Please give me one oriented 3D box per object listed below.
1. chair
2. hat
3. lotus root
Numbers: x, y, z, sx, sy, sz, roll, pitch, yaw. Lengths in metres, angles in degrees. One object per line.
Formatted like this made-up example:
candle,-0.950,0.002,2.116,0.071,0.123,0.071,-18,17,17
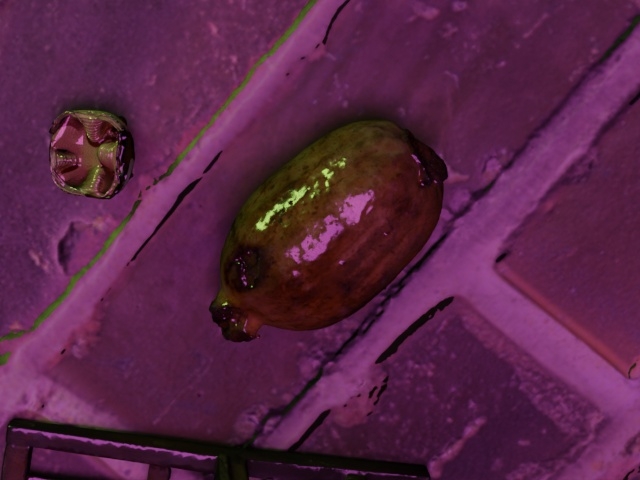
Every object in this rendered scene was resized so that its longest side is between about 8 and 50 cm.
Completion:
chair,-0.102,0.315,1.526,0.416,0.240,0.203,7,111,-7
hat,-0.202,-0.080,1.480,0.076,0.059,0.077,8,103,10
lotus root,0.000,0.000,1.486,0.260,0.128,0.145,-41,117,11
